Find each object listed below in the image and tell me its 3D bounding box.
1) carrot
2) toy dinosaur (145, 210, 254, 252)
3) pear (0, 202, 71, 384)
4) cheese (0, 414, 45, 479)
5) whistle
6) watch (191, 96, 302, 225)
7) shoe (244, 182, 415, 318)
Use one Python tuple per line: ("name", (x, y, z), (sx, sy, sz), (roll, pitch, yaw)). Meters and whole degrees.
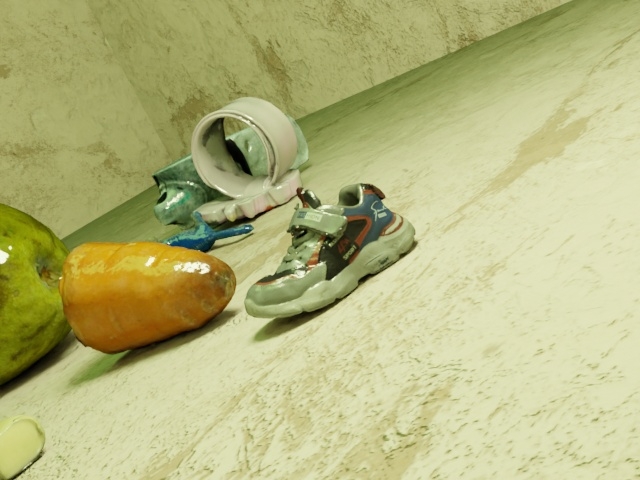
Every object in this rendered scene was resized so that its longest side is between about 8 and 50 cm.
("carrot", (-0.216, 0.066, 1.196), (0.225, 0.159, 0.159), (-9, 20, 33))
("toy dinosaur", (-0.261, 0.014, 1.713), (0.247, 0.075, 0.188), (-25, 18, -17))
("pear", (-0.591, 0.091, 1.492), (0.413, 0.352, 0.352), (-12, 17, 23))
("cheese", (-0.424, 0.261, 1.032), (0.255, 0.050, 0.127), (-19, 14, 38))
("whistle", (-0.202, -0.157, 2.060), (0.404, 0.168, 0.188), (-30, 11, -10))
("watch", (-0.177, -0.162, 1.864), (0.244, 0.231, 0.196), (-13, 20, 30))
("shoe", (0.000, 0.000, 1.032), (0.227, 0.126, 0.099), (-30, 15, -23))
